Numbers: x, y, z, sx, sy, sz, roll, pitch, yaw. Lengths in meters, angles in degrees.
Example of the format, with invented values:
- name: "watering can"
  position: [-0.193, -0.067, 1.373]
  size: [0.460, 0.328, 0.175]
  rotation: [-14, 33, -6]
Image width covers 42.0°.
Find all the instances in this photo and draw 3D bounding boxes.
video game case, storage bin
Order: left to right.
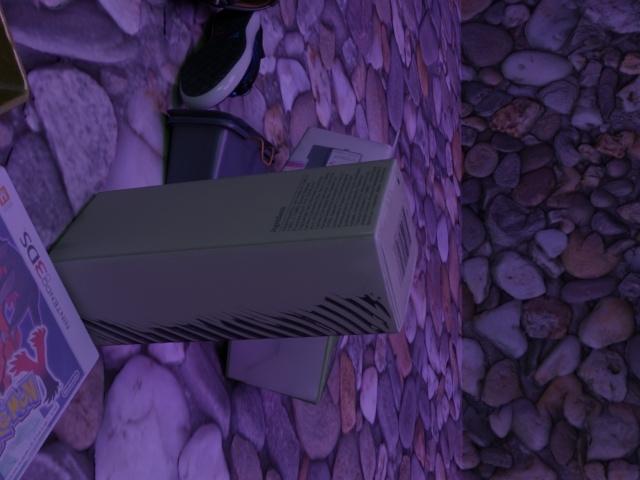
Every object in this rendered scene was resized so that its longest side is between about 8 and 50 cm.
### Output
- name: "video game case"
  position: [-0.233, 0.076, 0.561]
  size: [0.201, 0.023, 0.184]
  rotation: [-68, 147, -53]
- name: "storage bin"
  position: [-0.103, -0.072, 0.883]
  size: [0.135, 0.098, 0.091]
  rotation: [32, 66, -67]

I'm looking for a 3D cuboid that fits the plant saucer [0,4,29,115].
- name: "plant saucer"
  position: [-0.267, -0.142, 0.482]
  size: [0.188, 0.045, 0.189]
  rotation: [-60, 140, -59]

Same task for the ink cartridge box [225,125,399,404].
- name: "ink cartridge box"
  position: [0.000, 0.000, 1.023]
  size: [0.353, 0.119, 0.207]
  rotation: [-64, 166, -57]

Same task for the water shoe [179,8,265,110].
- name: "water shoe"
  position: [-0.098, -0.193, 0.946]
  size: [0.203, 0.072, 0.080]
  rotation: [-74, 154, -46]

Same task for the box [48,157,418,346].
- name: "box"
  position: [-0.068, 0.013, 0.667]
  size: [0.113, 0.275, 0.094]
  rotation: [-68, 148, -51]

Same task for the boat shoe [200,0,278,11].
- name: "boat shoe"
  position: [-0.112, -0.286, 0.872]
  size: [0.079, 0.084, 0.233]
  rotation: [47, 22, 9]
